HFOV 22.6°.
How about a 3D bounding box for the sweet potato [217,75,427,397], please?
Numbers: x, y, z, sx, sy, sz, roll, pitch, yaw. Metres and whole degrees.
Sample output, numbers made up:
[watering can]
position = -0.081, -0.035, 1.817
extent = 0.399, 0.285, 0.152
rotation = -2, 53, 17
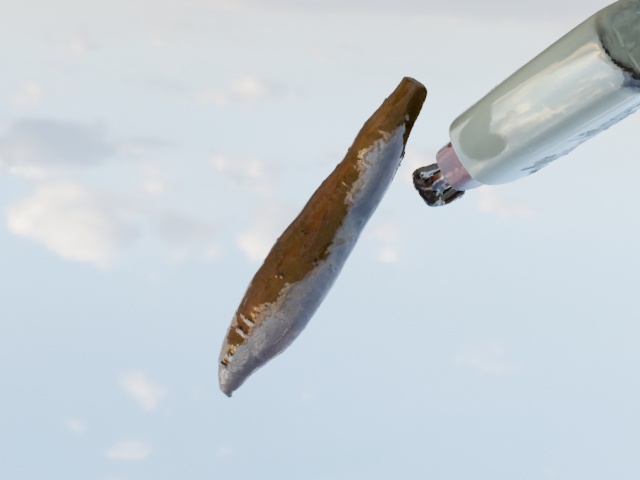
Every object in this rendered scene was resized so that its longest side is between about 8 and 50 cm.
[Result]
[sweet potato]
position = -0.001, -0.001, 1.145
extent = 0.057, 0.264, 0.057
rotation = 31, -176, -3

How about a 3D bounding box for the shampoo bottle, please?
[shampoo bottle]
position = 0.156, -0.091, 1.156
extent = 0.153, 0.071, 0.284
rotation = -27, 177, -42
